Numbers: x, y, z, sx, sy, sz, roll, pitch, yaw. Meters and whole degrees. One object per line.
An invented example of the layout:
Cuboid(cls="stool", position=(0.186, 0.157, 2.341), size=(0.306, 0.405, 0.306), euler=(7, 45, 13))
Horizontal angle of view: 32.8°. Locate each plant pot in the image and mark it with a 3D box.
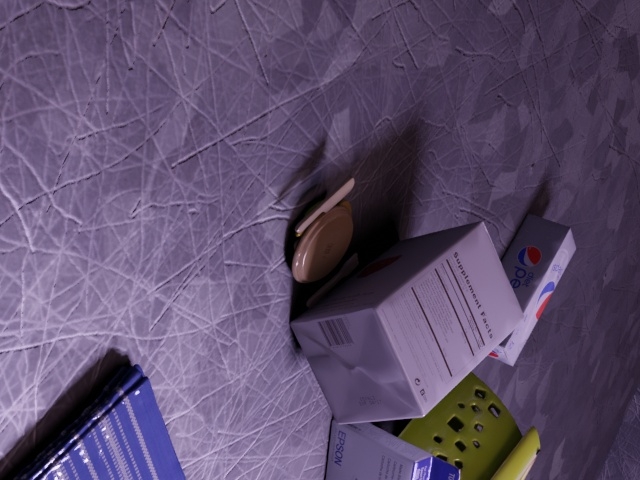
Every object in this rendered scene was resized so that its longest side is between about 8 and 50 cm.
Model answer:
Cuboid(cls="plant pot", position=(0.252, 0.402, 1.941), size=(0.227, 0.207, 0.228), euler=(-42, 156, -36))

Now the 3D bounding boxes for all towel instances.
Cuboid(cls="towel", position=(-0.295, 0.324, 1.256), size=(0.336, 0.040, 0.243), euler=(-44, 142, -31))

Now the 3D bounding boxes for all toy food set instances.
Cuboid(cls="toy food set", position=(0.000, 0.000, 1.519), size=(0.132, 0.038, 0.192), euler=(-42, 148, -27))

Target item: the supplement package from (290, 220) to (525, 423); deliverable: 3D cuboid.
Cuboid(cls="supplement package", position=(0.134, 0.118, 1.604), size=(0.293, 0.177, 0.175), euler=(-34, 103, -44))

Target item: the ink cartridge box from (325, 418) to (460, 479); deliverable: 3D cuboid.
Cuboid(cls="ink cartridge box", position=(0.106, 0.418, 1.756), size=(0.045, 0.224, 0.223), euler=(-26, 129, -49))

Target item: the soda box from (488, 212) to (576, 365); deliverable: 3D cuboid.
Cuboid(cls="soda box", position=(0.393, 0.095, 2.127), size=(0.286, 0.098, 0.091), euler=(-58, 148, -17))
